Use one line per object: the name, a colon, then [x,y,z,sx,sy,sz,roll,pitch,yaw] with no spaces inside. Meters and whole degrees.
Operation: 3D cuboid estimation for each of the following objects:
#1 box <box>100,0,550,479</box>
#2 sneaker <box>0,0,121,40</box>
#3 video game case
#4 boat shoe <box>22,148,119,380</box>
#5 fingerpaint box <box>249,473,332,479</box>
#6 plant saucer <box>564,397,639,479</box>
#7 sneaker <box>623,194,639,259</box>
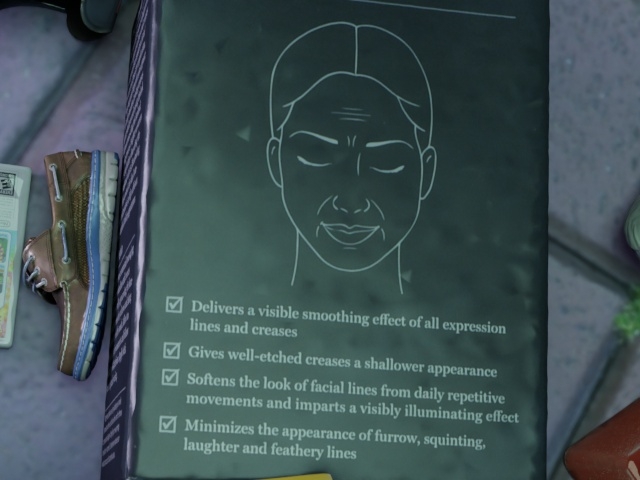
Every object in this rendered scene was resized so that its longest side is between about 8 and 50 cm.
box: [0.000,0.000,1.220,0.293,0.212,0.395,5,78,-11]
sneaker: [-0.167,-0.247,1.289,0.350,0.131,0.148,-31,93,-11]
video game case: [-0.307,0.004,1.250,0.157,0.019,0.143,7,77,-12]
boat shoe: [-0.194,0.018,1.254,0.066,0.066,0.183,5,67,-7]
fingerpaint box: [-0.197,0.357,1.035,0.444,0.163,0.371,-4,116,-13]
plant saucer: [0.372,0.214,1.346,0.258,0.048,0.259,-32,87,-17]
sneaker: [0.331,-0.068,1.387,0.086,0.085,0.237,43,67,-29]
